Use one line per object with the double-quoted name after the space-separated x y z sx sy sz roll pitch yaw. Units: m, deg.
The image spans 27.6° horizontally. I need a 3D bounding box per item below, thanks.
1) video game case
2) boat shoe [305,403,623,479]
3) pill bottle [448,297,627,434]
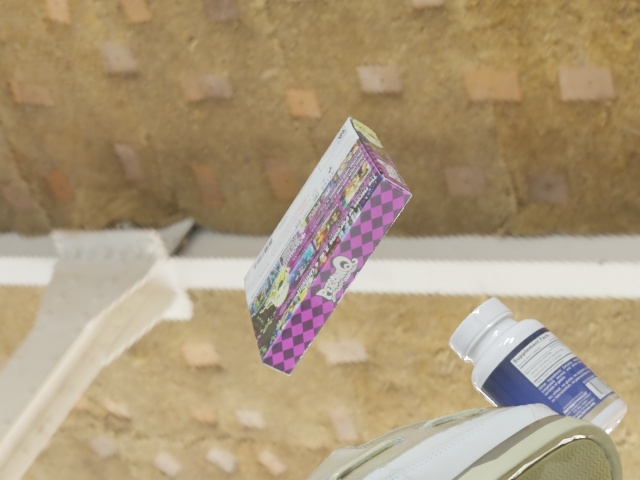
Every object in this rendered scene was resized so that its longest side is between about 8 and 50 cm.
0.000 0.000 1.385 0.042 0.210 0.232 29 -75 -18 "video game case"
0.029 0.180 0.744 0.103 0.302 0.113 14 -62 59 "boat shoe"
0.209 0.138 1.278 0.169 0.094 0.094 45 -40 21 "pill bottle"
